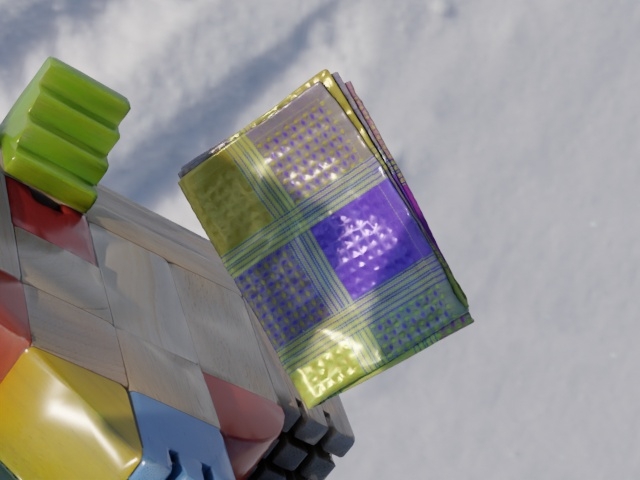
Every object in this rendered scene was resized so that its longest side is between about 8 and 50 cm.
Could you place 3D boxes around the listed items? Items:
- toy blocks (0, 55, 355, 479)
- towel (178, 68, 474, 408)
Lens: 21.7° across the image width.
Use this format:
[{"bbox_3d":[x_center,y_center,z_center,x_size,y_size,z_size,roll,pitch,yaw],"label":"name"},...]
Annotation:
[{"bbox_3d":[-0.123,0.066,0.761,0.381,0.261,0.190,28,110,-29],"label":"toy blocks"},{"bbox_3d":[0.000,0.000,0.480,0.060,0.009,0.083,-30,85,14],"label":"towel"}]
